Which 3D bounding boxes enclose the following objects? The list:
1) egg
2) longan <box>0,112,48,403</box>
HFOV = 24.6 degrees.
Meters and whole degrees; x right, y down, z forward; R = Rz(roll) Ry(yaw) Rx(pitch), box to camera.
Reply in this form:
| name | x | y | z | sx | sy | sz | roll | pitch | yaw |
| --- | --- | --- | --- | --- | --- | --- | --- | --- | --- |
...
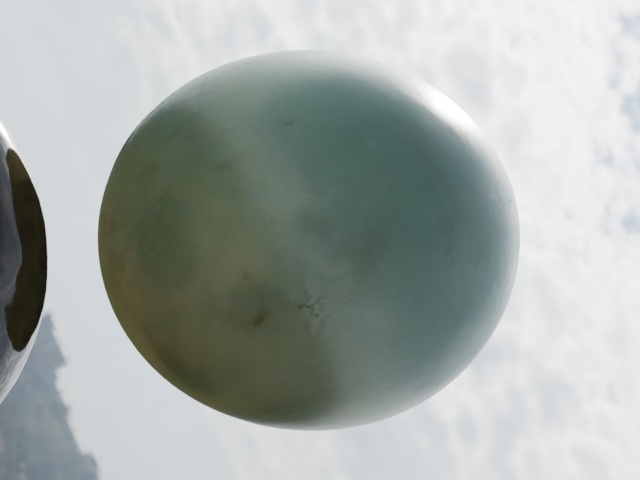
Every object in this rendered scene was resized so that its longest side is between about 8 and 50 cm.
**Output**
| name | x | y | z | sx | sy | sz | roll | pitch | yaw |
| --- | --- | --- | --- | --- | --- | --- | --- | --- | --- |
| egg | 0.000 | 0.000 | 1.076 | 0.389 | 0.276 | 0.276 | -2 | 62 | -63 |
| longan | -0.263 | 0.008 | 0.832 | 0.246 | 0.215 | 0.246 | 9 | -76 | 38 |
